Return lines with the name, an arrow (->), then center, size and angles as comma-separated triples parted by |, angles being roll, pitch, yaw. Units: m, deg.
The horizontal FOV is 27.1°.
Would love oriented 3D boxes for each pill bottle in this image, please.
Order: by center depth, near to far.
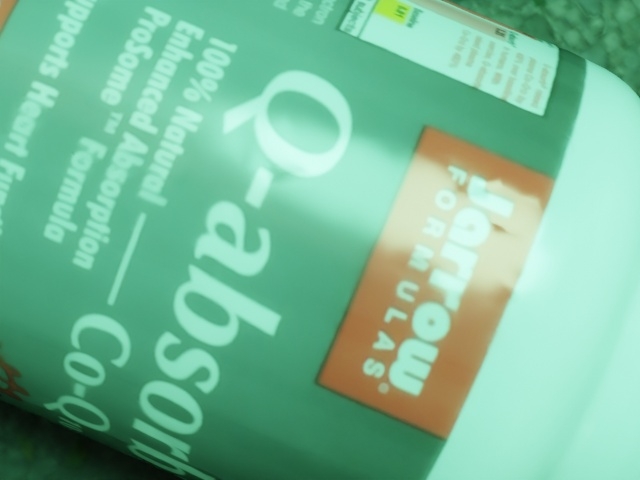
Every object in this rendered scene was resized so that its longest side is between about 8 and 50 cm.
pill bottle -> 0.000, 0.000, 0.515 | 0.362, 0.210, 0.210 | 23, 70, 2
